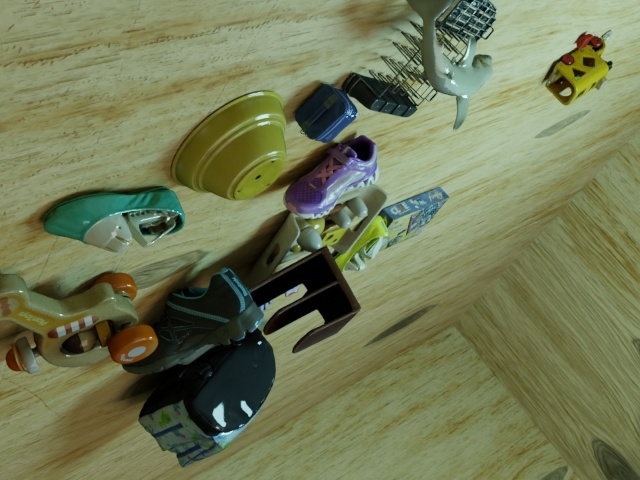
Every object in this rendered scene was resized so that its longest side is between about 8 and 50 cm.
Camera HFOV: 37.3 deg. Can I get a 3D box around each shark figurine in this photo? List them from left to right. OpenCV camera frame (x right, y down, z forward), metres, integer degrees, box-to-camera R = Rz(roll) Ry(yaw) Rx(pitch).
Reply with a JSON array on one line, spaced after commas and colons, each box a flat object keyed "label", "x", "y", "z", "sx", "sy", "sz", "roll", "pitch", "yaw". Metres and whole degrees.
[{"label": "shark figurine", "x": 0.177, "y": -0.289, "z": 1.512, "sx": 0.278, "sy": 0.116, "sz": 0.166, "roll": 35, "pitch": 75, "yaw": -55}]

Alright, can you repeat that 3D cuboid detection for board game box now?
[{"label": "board game box", "x": 0.213, "y": -0.048, "z": 2.478, "sx": 0.243, "sy": 0.042, "sz": 0.165, "roll": -21, "pitch": 156, "yaw": -44}]

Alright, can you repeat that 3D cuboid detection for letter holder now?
[{"label": "letter holder", "x": -0.064, "y": 0.157, "z": 2.032, "sx": 0.214, "sy": 0.152, "sz": 0.302, "roll": -27, "pitch": 171, "yaw": -14}]

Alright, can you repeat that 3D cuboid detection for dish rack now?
[{"label": "dish rack", "x": 0.184, "y": -0.327, "z": 1.654, "sx": 0.271, "sy": 0.074, "sz": 0.208, "roll": -47, "pitch": 162, "yaw": 21}]

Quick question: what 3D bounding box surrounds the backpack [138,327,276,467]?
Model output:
[{"label": "backpack", "x": -0.279, "y": 0.391, "z": 2.249, "sx": 0.356, "sy": 0.273, "sz": 0.290, "roll": -17, "pitch": -158, "yaw": 39}]

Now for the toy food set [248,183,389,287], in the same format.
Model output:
[{"label": "toy food set", "x": 0.000, "y": 0.000, "z": 2.076, "sx": 0.306, "sy": 0.092, "sz": 0.219, "roll": -21, "pitch": 155, "yaw": -44}]

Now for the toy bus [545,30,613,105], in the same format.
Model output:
[{"label": "toy bus", "x": 0.656, "y": -0.416, "z": 2.330, "sx": 0.202, "sy": 0.104, "sz": 0.191, "roll": -46, "pitch": 162, "yaw": 25}]

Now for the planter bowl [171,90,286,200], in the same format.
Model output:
[{"label": "planter bowl", "x": -0.121, "y": -0.128, "z": 1.501, "sx": 0.217, "sy": 0.090, "sz": 0.217, "roll": -34, "pitch": 162, "yaw": -13}]

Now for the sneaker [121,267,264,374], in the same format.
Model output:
[{"label": "sneaker", "x": -0.276, "y": 0.165, "z": 1.916, "sx": 0.341, "sy": 0.139, "sz": 0.125, "roll": -25, "pitch": -172, "yaw": 23}]

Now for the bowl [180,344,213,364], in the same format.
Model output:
[{"label": "bowl", "x": -0.278, "y": 0.211, "z": 2.119, "sx": 0.142, "sy": 0.053, "sz": 0.142, "roll": -37, "pitch": 163, "yaw": -1}]

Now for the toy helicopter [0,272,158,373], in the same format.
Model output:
[{"label": "toy helicopter", "x": -0.442, "y": 0.135, "z": 1.524, "sx": 0.235, "sy": 0.140, "sz": 0.355, "roll": -32, "pitch": 153, "yaw": 8}]

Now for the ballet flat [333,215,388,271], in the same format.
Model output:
[{"label": "ballet flat", "x": 0.096, "y": 0.029, "z": 2.376, "sx": 0.077, "sy": 0.077, "sz": 0.231, "roll": -20, "pitch": 156, "yaw": -48}]

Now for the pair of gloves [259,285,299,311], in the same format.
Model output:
[{"label": "pair of gloves", "x": -0.099, "y": 0.121, "z": 2.306, "sx": 0.198, "sy": 0.023, "sz": 0.159, "roll": -31, "pitch": 161, "yaw": -27}]

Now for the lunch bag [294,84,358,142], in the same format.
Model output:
[{"label": "lunch bag", "x": 0.005, "y": -0.210, "z": 1.585, "sx": 0.098, "sy": 0.067, "sz": 0.065, "roll": -42, "pitch": 162, "yaw": 17}]

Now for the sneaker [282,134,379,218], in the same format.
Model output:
[{"label": "sneaker", "x": 0.025, "y": -0.131, "z": 1.812, "sx": 0.236, "sy": 0.095, "sz": 0.104, "roll": -34, "pitch": 156, "yaw": -32}]

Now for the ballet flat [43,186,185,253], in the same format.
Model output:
[{"label": "ballet flat", "x": -0.292, "y": -0.027, "z": 1.414, "sx": 0.247, "sy": 0.087, "sz": 0.083, "roll": -15, "pitch": 151, "yaw": -53}]
